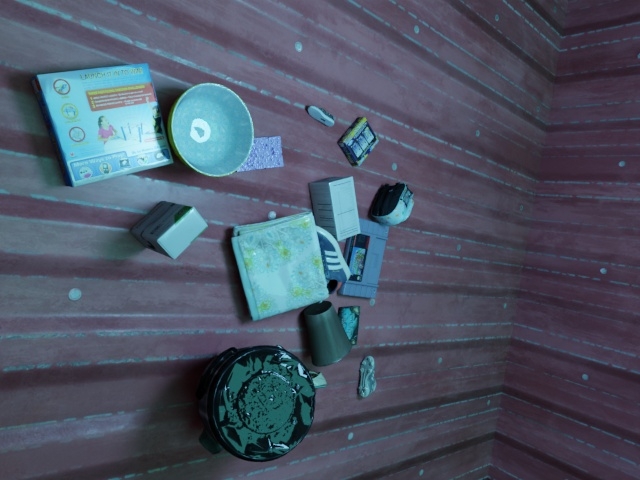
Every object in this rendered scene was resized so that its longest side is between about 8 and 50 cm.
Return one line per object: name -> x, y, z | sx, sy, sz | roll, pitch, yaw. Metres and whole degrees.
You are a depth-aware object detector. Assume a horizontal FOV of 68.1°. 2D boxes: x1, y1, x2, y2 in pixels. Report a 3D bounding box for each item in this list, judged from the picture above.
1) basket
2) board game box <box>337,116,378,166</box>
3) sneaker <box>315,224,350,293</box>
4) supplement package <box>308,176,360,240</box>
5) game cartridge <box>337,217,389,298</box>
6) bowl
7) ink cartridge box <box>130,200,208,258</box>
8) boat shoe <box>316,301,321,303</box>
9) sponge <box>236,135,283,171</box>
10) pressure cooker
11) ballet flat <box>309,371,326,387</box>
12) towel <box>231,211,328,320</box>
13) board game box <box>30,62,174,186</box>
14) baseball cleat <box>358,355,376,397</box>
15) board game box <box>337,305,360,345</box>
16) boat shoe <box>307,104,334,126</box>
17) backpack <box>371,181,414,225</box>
basket -> 0.021, 0.385, 2.024 | 0.204, 0.154, 0.227 | -28, 111, -36
board game box -> 0.166, -0.434, 2.081 | 0.170, 0.048, 0.141 | -52, 124, -22
sneaker -> 0.008, 0.089, 1.965 | 0.148, 0.131, 0.350 | -51, 128, -25
supplement package -> 0.060, -0.134, 1.974 | 0.139, 0.134, 0.244 | -19, 107, -37
game cartridge -> 0.200, 0.085, 2.189 | 0.230, 0.068, 0.355 | 12, 89, -46
bowl -> -0.380, -0.354, 1.546 | 0.289, 0.156, 0.289 | -7, 101, -41
ink cartridge box -> -0.475, -0.038, 1.482 | 0.153, 0.208, 0.087 | -49, 128, -23
boat shoe -> -0.076, 0.130, 1.927 | 0.091, 0.114, 0.302 | -26, 101, -36
sponge -> -0.235, -0.323, 1.760 | 0.210, 0.031, 0.117 | -15, 106, -39
pressure cooker -> -0.243, 0.560, 1.662 | 0.370, 0.420, 0.375 | -1, 77, -20
ballet flat -> -0.081, 0.605, 2.024 | 0.248, 0.086, 0.086 | 4, 94, -43
towel -> -0.149, 0.095, 1.788 | 0.320, 0.090, 0.374 | -14, 108, -12
board game box -> -0.623, -0.340, 1.384 | 0.308, 0.086, 0.302 | -23, 111, -36
baseball cleat -> 0.235, 0.660, 2.316 | 0.109, 0.072, 0.206 | 8, 96, -55
board game box -> 0.127, 0.398, 2.195 | 0.126, 0.026, 0.186 | 2, 96, -41
boat shoe -> 0.002, -0.515, 1.931 | 0.142, 0.049, 0.040 | 26, 61, -42
backpack -> 0.330, -0.156, 2.186 | 0.144, 0.166, 0.188 | 50, 58, -33
